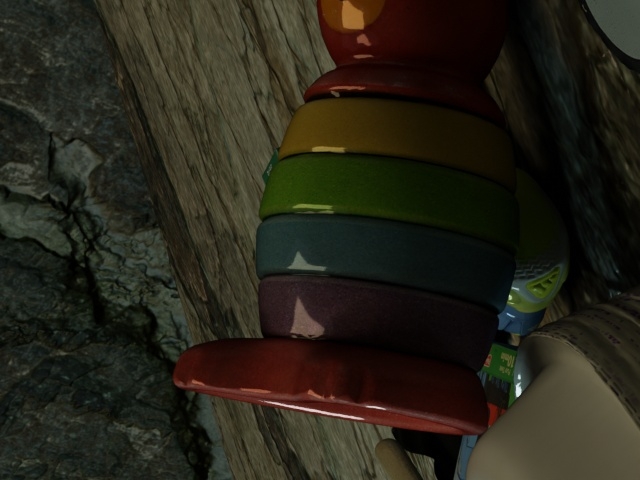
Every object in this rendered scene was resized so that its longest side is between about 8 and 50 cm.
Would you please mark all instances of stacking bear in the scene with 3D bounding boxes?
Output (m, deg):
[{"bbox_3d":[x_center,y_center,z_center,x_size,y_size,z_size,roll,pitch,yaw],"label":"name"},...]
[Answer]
[{"bbox_3d":[0.040,-0.041,1.112,0.175,0.164,0.289,1,79,47],"label":"stacking bear"}]

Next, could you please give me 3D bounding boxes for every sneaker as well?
[{"bbox_3d":[0.080,-0.031,1.264,0.126,0.091,0.240,83,162,-54],"label":"sneaker"}]

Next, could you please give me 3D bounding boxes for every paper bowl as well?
[{"bbox_3d":[0.179,0.173,1.016,0.284,0.148,0.284,158,90,-78],"label":"paper bowl"}]

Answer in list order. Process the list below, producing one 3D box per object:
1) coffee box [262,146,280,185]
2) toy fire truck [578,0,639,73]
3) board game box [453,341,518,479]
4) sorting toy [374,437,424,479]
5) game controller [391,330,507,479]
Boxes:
[{"bbox_3d":[0.000,0.000,1.843,0.113,0.040,0.184,120,128,-75],"label":"coffee box"},{"bbox_3d":[0.194,-0.038,0.597,0.246,0.158,0.217,56,167,7],"label":"toy fire truck"},{"bbox_3d":[0.127,0.181,1.291,0.160,0.039,0.211,-167,89,-77],"label":"board game box"},{"bbox_3d":[0.146,0.324,1.581,0.307,0.041,0.229,57,-179,39],"label":"sorting toy"},{"bbox_3d":[0.099,0.090,1.519,0.166,0.067,0.319,42,155,36],"label":"game controller"}]
